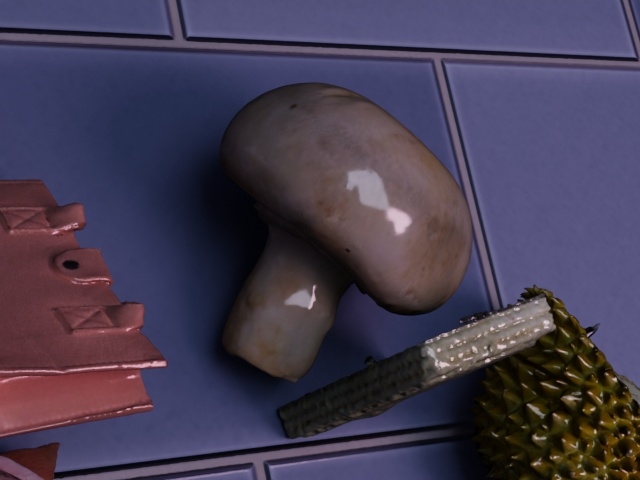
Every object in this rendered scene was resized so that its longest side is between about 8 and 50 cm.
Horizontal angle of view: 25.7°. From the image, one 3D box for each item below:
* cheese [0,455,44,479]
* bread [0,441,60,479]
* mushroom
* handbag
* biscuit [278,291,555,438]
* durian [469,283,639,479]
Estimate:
[{"bbox_3d":[-0.227,0.161,0.791,0.189,0.074,0.286,-12,54,-35],"label":"cheese"},{"bbox_3d":[-0.235,0.197,0.856,0.192,0.067,0.119,-11,77,-33],"label":"bread"},{"bbox_3d":[0.008,-0.011,1.036,0.206,0.209,0.206,24,31,-16],"label":"mushroom"},{"bbox_3d":[-0.203,0.033,0.882,0.157,0.059,0.212,-5,36,-33],"label":"handbag"},{"bbox_3d":[0.065,0.093,0.994,0.121,0.199,0.040,-16,80,-34],"label":"biscuit"},{"bbox_3d":[0.186,0.142,1.096,0.193,0.138,0.237,49,12,-14],"label":"durian"}]
